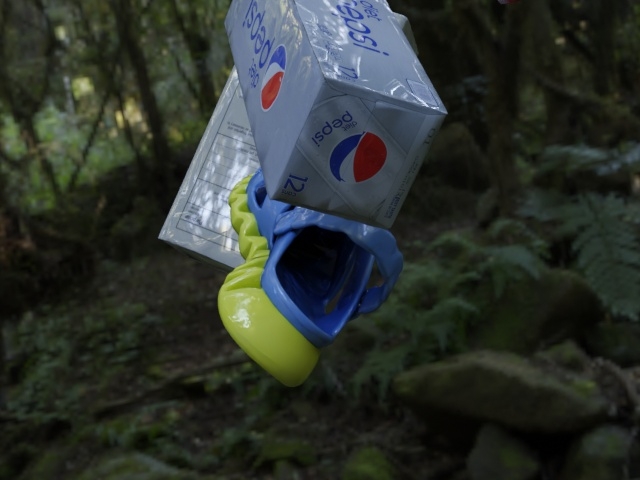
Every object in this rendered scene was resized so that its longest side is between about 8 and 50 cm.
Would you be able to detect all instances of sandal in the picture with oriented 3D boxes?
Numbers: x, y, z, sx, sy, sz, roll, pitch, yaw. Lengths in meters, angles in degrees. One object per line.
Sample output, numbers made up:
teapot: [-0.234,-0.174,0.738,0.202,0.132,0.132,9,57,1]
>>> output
sandal: [0.000,0.000,1.033,0.138,0.126,0.317,-38,23,13]

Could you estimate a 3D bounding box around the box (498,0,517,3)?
box: [0.259,-0.461,1.613,0.123,0.257,0.128,-5,42,39]

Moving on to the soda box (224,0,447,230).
soda box: [0.000,-0.130,0.880,0.091,0.098,0.286,14,29,-20]

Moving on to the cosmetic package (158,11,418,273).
cosmetic package: [-0.028,-0.105,1.282,0.160,0.309,0.113,22,-6,15]
